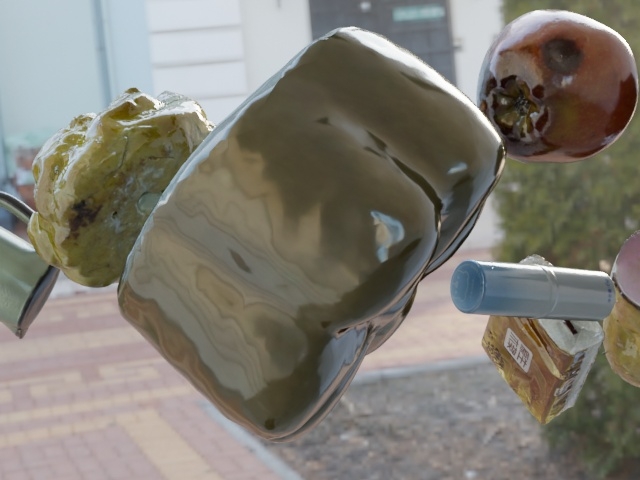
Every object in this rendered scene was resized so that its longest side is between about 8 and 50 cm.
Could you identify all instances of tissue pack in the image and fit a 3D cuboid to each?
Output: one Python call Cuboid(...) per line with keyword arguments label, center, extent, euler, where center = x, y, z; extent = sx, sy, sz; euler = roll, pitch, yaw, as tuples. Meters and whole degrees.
Cuboid(label="tissue pack", center=(0.345, 0.154, 1.927), extent=(0.092, 0.183, 0.226), euler=(-27, -29, -19))

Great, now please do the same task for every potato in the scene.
Cuboid(label="potato", center=(0.576, 0.141, 2.106), extent=(0.229, 0.266, 0.229), euler=(4, 49, -4))

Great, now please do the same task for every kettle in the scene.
Cuboid(label="kettle", center=(-0.606, 0.026, 2.263), extent=(0.255, 0.240, 0.165), euler=(28, 14, 2))

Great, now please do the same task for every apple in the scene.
Cuboid(label="apple", center=(0.329, -0.210, 1.756), extent=(0.230, 0.229, 0.230), euler=(-5, 6, 1))

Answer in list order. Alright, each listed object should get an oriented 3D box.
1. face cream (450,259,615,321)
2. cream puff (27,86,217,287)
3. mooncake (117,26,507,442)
Cuboid(label="face cream", center=(0.299, 0.072, 1.724), extent=(0.250, 0.077, 0.077), euler=(6, -2, -34))
Cuboid(label="cream puff", center=(-0.307, -0.101, 1.880), extent=(0.324, 0.291, 0.257), euler=(-40, 46, -1))
Cuboid(label="mooncake", center=(0.000, 0.000, 1.399), extent=(0.262, 0.467, 0.467), euler=(38, 17, 11))
